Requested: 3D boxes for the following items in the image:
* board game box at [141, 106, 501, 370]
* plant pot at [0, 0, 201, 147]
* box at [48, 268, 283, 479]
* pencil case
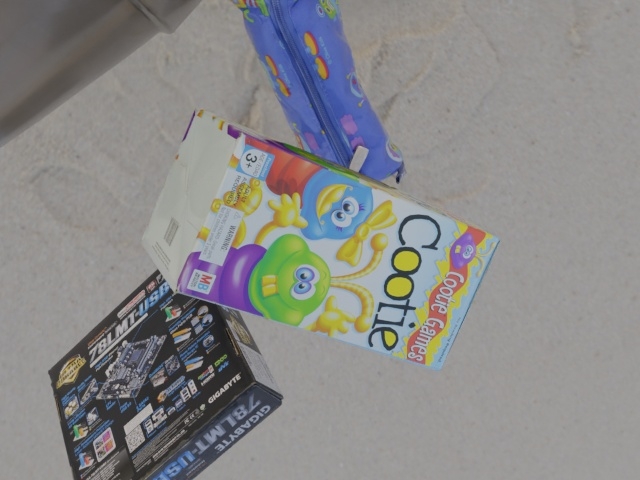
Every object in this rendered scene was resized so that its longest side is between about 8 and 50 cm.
[{"bbox_3d":[0.000,0.000,0.774,0.275,0.144,0.142,20,98,-28],"label":"board game box"},{"bbox_3d":[-0.320,-0.247,0.818,0.323,0.323,0.280,39,93,-30],"label":"plant pot"},{"bbox_3d":[-0.225,0.195,1.138,0.295,0.293,0.073,-42,133,6],"label":"box"},{"bbox_3d":[-0.003,-0.186,0.966,0.119,0.133,0.306,-21,122,7],"label":"pencil case"}]
